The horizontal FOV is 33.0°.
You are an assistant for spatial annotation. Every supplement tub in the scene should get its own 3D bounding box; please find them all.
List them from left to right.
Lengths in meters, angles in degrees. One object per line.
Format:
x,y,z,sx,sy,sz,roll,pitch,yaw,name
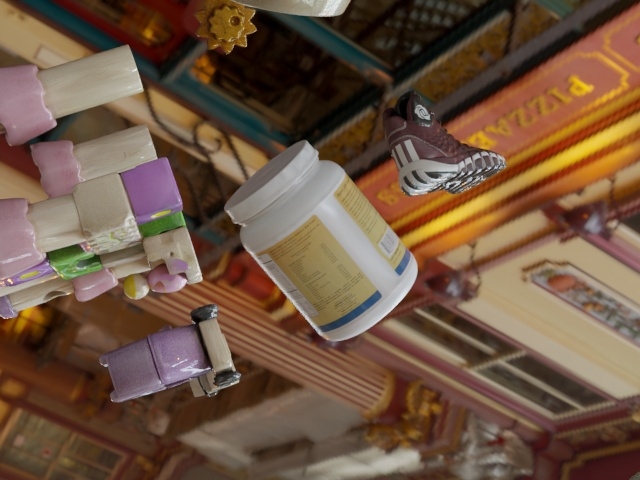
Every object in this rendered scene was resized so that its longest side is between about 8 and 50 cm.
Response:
0.000,0.000,1.233,0.144,0.200,0.144,-37,-167,10,supplement tub

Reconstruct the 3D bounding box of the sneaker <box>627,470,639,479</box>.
0.397,0.361,1.312,0.222,0.083,0.118,-32,-147,-1,sneaker

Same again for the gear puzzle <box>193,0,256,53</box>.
-0.078,-0.403,1.423,0.339,0.175,0.044,-60,-160,17,gear puzzle

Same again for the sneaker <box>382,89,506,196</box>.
0.189,-0.163,1.699,0.106,0.281,0.162,-31,-102,29,sneaker

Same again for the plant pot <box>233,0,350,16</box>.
-0.018,-0.360,1.012,0.256,0.256,0.274,-115,-147,-64,plant pot

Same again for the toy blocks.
-0.244,0.028,0.967,0.288,0.260,0.309,115,-44,-77,toy blocks
